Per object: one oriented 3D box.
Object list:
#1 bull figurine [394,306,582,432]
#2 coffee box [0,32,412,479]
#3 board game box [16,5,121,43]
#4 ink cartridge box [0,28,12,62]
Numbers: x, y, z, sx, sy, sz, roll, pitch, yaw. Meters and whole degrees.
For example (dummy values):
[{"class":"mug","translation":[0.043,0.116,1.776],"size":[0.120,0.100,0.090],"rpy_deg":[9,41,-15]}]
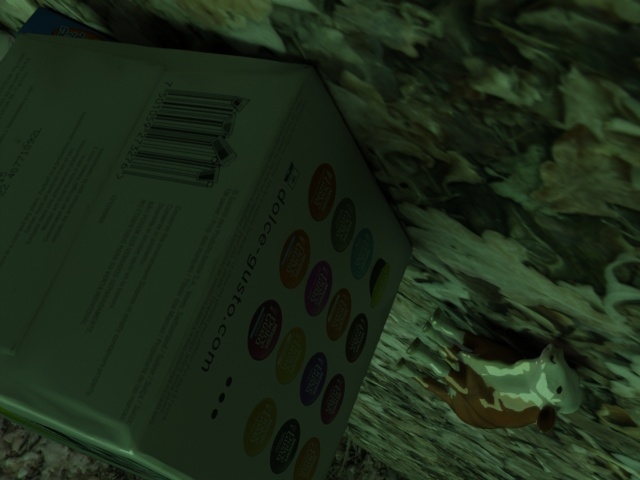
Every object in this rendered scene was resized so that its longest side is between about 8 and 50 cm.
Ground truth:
[{"class":"bull figurine","translation":[0.198,0.167,1.084],"size":[0.188,0.101,0.310],"rpy_deg":[35,163,8]},{"class":"coffee box","translation":[-0.153,0.045,0.858],"size":[0.338,0.337,0.334],"rpy_deg":[12,157,28]},{"class":"board game box","translation":[-0.234,-0.164,1.024],"size":[0.160,0.047,0.210],"rpy_deg":[27,163,19]},{"class":"ink cartridge box","translation":[-0.518,-0.185,1.102],"size":[0.237,0.171,0.100],"rpy_deg":[-10,-157,-44]}]
